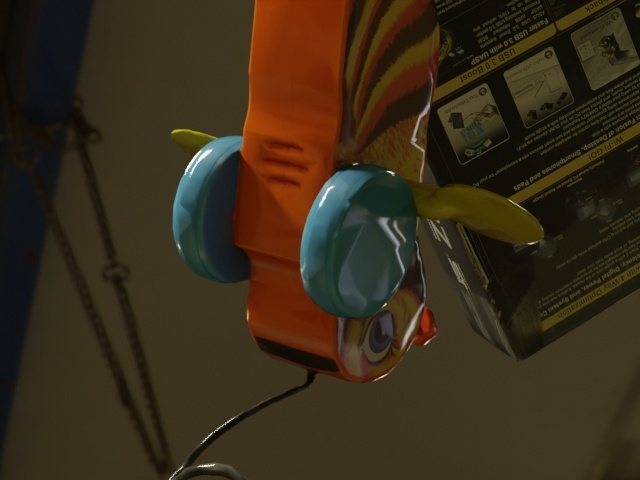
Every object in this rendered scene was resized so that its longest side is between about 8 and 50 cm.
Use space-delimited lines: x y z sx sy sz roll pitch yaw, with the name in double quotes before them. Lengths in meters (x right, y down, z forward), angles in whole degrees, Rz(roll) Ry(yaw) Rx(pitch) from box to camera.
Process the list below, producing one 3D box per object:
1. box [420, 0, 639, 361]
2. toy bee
"box" 0.232 -0.145 1.215 0.395 0.097 0.318 -31 -68 -9
"toy bee" 0.000 0.000 0.813 0.162 0.195 0.298 4 -60 -58
